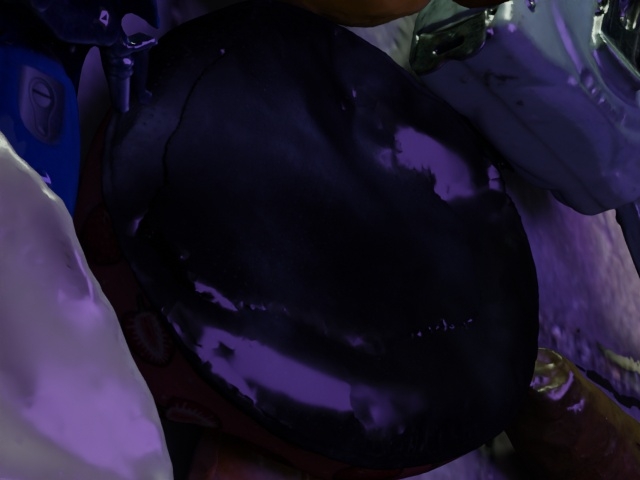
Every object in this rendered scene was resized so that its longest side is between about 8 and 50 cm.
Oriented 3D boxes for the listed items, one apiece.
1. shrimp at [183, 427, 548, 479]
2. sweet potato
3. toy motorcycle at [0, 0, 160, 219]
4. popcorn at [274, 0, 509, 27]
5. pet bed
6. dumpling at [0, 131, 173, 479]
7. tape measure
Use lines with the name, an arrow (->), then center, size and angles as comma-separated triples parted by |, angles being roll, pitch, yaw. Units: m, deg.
shrimp -> 0.038, 0.106, 0.751 | 0.289, 0.075, 0.178 | -11, 83, -44
sweet potato -> 0.158, 0.135, 0.903 | 0.273, 0.075, 0.075 | 48, 41, -28
toy motorcycle -> -0.104, -0.003, 0.517 | 0.092, 0.136, 0.254 | 25, 56, -49
popcorn -> 0.021, -0.190, 0.741 | 0.190, 0.191, 0.253 | -60, 135, -31
pet bed -> 0.000, 0.000, 0.701 | 0.201, 0.053, 0.201 | 20, 52, -28
dumpling -> -0.126, 0.072, 0.398 | 0.147, 0.193, 0.258 | 103, -5, -77
tape measure -> 0.165, -0.052, 0.980 | 0.330, 0.084, 0.164 | 39, 51, -39
